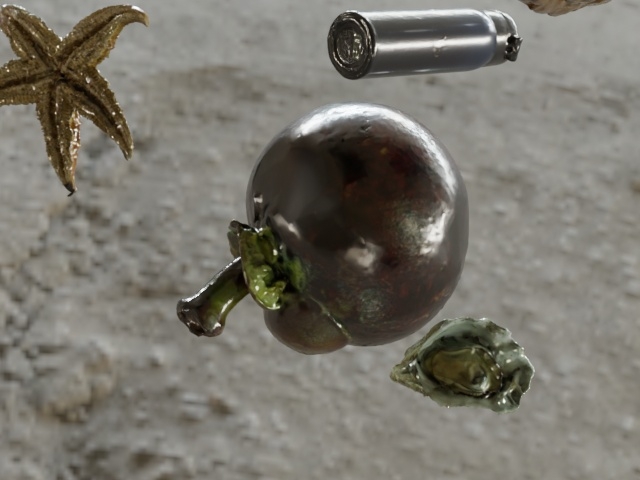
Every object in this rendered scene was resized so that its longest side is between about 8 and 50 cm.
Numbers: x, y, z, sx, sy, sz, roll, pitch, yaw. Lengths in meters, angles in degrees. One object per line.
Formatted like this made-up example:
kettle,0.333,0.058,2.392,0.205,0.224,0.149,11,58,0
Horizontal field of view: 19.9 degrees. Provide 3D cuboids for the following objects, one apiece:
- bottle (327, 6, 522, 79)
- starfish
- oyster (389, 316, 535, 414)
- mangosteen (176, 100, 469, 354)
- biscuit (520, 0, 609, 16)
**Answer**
bottle,0.115,-0.217,1.974,0.244,0.072,0.082,-8,30,-42
starfish,-0.265,-0.169,1.901,0.043,0.240,0.227,-9,69,-61
oyster,0.120,0.109,1.501,0.100,0.037,0.098,43,67,-2
mangosteen,0.000,0.000,1.672,0.289,0.231,0.231,-24,48,-25
biscuit,0.296,-0.263,1.541,0.296,0.296,0.075,-14,80,-27
